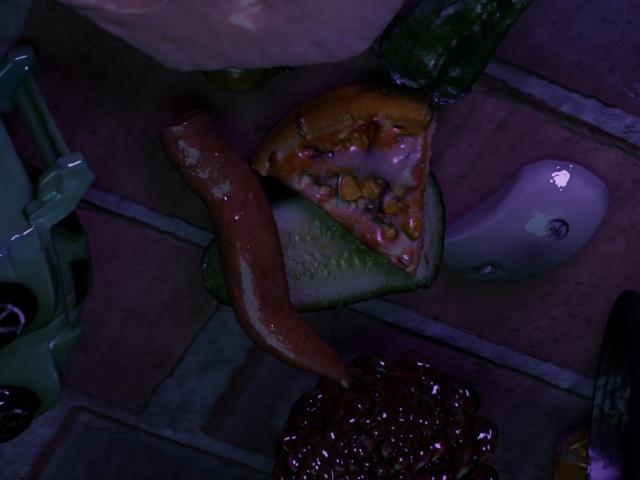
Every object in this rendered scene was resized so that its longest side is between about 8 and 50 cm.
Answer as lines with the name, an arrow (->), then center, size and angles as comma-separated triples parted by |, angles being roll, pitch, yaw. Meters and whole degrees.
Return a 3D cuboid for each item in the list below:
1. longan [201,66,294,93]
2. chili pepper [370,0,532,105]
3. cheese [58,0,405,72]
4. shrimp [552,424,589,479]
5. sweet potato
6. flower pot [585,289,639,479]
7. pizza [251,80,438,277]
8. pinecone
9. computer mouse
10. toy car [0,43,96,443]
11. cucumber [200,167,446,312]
longan -> -0.058, -0.147, 1.527 | 0.083, 0.075, 0.075 | 23, 147, 22
chili pepper -> 0.123, -0.195, 1.439 | 0.088, 0.059, 0.227 | 25, 138, -10
cheese -> -0.078, -0.254, 1.367 | 0.326, 0.115, 0.318 | 25, 141, -17
shrimp -> 0.382, 0.256, 1.939 | 0.317, 0.062, 0.164 | 23, 138, -10
sweet potato -> -0.060, 0.015, 1.674 | 0.059, 0.067, 0.281 | 22, 137, 66
flower pot -> 0.410, 0.198, 1.696 | 0.330, 0.293, 0.293 | 4, 142, -2
pizza -> 0.029, -0.044, 1.613 | 0.185, 0.036, 0.176 | -6, 108, 31
pinecone -> 0.065, 0.216, 1.862 | 0.221, 0.221, 0.221 | 7, 142, 6
computer mouse -> 0.169, -0.004, 1.670 | 0.089, 0.056, 0.182 | 35, 137, -20
toy car -> -0.285, 0.014, 1.701 | 0.176, 0.213, 0.358 | -22, 147, -13
cucumber -> 0.000, 0.000, 1.706 | 0.244, 0.063, 0.115 | -13, 104, 31
